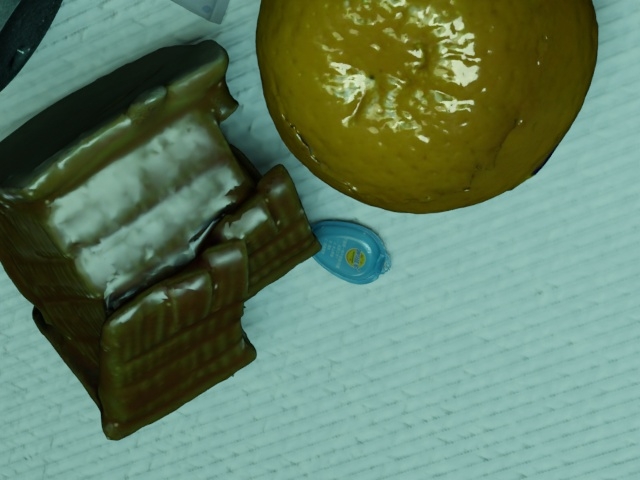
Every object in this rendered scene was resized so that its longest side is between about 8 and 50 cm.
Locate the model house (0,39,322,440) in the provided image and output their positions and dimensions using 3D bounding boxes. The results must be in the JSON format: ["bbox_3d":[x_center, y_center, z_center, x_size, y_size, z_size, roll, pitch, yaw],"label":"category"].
[{"bbox_3d":[-0.119,0.002,1.396,0.199,0.219,0.229,-33,108,-13],"label":"model house"}]

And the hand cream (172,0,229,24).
[{"bbox_3d":[-0.121,-0.212,1.365,0.142,0.053,0.084,23,118,-2],"label":"hand cream"}]

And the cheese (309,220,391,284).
[{"bbox_3d":[0.000,0.000,1.429,0.111,0.017,0.047,21,115,10],"label":"cheese"}]

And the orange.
[{"bbox_3d":[0.067,-0.127,1.249,0.219,0.193,0.219,5,126,7],"label":"orange"}]

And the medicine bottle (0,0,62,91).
[{"bbox_3d":[-0.329,-0.223,1.378,0.293,0.141,0.141,33,120,4],"label":"medicine bottle"}]
